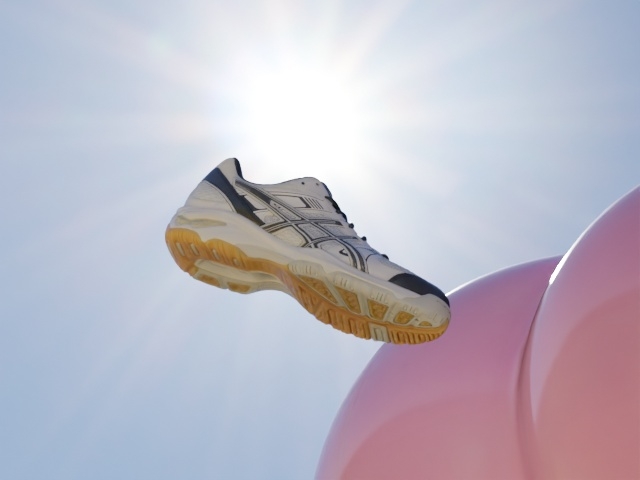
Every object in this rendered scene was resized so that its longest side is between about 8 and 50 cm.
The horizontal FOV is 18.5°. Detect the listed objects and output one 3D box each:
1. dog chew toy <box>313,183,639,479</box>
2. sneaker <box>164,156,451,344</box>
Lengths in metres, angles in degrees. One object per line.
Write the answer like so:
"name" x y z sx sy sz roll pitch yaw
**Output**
"dog chew toy" 0.135 0.065 0.598 0.206 0.206 0.332 48 -41 4
"sneaker" 0.000 0.000 0.533 0.083 0.037 0.032 21 -28 16
